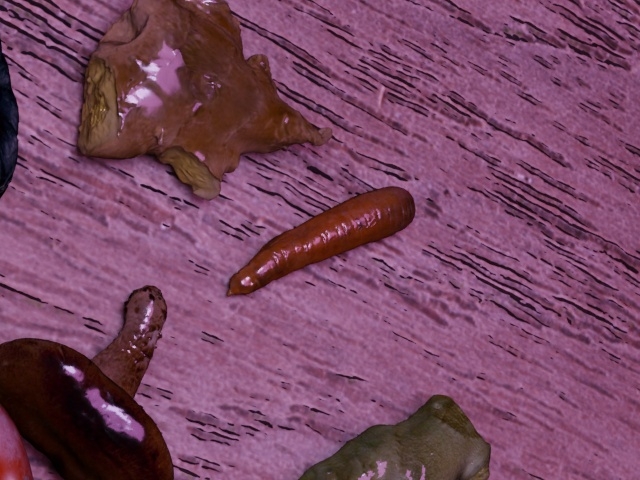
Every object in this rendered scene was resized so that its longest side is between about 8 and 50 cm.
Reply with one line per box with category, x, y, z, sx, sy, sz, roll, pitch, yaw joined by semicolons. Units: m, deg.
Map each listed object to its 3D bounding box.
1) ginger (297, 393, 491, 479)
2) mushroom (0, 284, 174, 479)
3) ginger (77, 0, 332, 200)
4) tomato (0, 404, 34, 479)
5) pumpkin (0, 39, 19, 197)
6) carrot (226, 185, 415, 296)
ginger;0.065;0.272;2.060;0.290;0.089;0.137;-22;110;-30
mushroom;-0.201;0.140;1.944;0.227;0.148;0.217;52;49;-15
ginger;-0.120;-0.153;2.022;0.270;0.123;0.218;13;80;-33
tomato;-0.397;0.244;1.763;0.270;0.227;0.270;16;68;-46
pumpkin;-0.417;-0.130;1.782;0.238;0.315;0.315;-16;88;8
carrot;0.000;0.000;2.090;0.248;0.059;0.059;-25;93;-24
